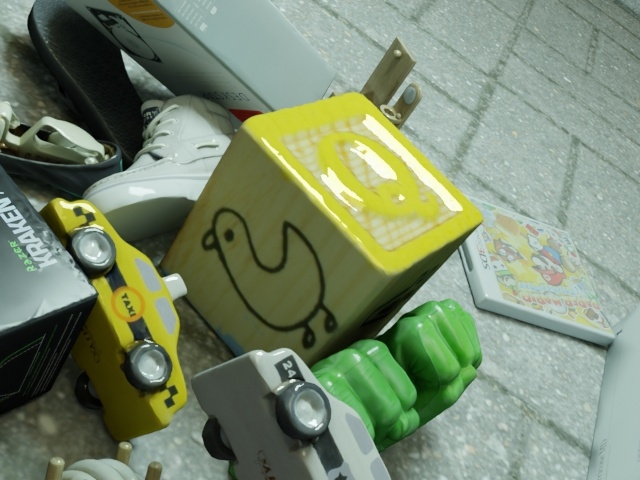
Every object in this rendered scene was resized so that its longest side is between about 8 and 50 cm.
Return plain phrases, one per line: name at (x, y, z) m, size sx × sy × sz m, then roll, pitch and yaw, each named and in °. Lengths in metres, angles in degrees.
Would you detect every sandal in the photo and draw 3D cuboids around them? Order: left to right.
sandal at (-0.251, -0.166, 0.868) m, size 0.097 × 0.054 × 0.254 m, roll -15°, pitch 71°, yaw -47°

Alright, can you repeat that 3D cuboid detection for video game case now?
video game case at (0.289, 0.035, 1.103) m, size 0.227 × 0.026 × 0.206 m, roll 18°, pitch 40°, yaw -24°

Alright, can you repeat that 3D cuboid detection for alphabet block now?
alphabet block at (0.000, 0.000, 0.763) m, size 0.192 × 0.197 × 0.193 m, roll 45°, pitch 37°, yaw 13°

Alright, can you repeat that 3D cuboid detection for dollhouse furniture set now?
dollhouse furniture set at (0.053, -0.200, 1.087) m, size 0.151 × 0.123 × 0.144 m, roll 2°, pitch 48°, yaw -38°

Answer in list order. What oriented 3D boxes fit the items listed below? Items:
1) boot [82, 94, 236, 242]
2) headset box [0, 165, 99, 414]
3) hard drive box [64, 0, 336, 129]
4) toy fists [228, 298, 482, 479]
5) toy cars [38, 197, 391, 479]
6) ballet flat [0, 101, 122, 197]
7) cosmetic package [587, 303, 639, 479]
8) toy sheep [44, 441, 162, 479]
boot at (-0.157, -0.078, 0.781) m, size 0.123 × 0.095 × 0.258 m, roll 62°, pitch 27°, yaw 6°
headset box at (-0.342, 0.029, 0.509) m, size 0.246 × 0.131 × 0.283 m, roll 48°, pitch 38°, yaw 16°
hard drive box at (-0.126, -0.218, 0.845) m, size 0.181 × 0.089 × 0.232 m, roll 14°, pitch -19°, yaw 50°
toy fists at (0.050, 0.136, 0.701) m, size 0.279 × 0.142 × 0.096 m, roll -19°, pitch 63°, yaw -48°
toy cars at (-0.077, 0.102, 0.570) m, size 0.394 × 0.176 × 0.087 m, roll 32°, pitch 38°, yaw 29°
ballet flat at (-0.282, -0.094, 0.744) m, size 0.203 × 0.074 × 0.074 m, roll 16°, pitch 41°, yaw -25°
cosmetic package at (0.441, 0.143, 0.892) m, size 0.097 × 0.284 × 0.377 m, roll 39°, pitch 37°, yaw 1°
toy sheep at (-0.149, 0.187, 0.531) m, size 0.132 × 0.091 × 0.091 m, roll 6°, pitch 45°, yaw -52°
